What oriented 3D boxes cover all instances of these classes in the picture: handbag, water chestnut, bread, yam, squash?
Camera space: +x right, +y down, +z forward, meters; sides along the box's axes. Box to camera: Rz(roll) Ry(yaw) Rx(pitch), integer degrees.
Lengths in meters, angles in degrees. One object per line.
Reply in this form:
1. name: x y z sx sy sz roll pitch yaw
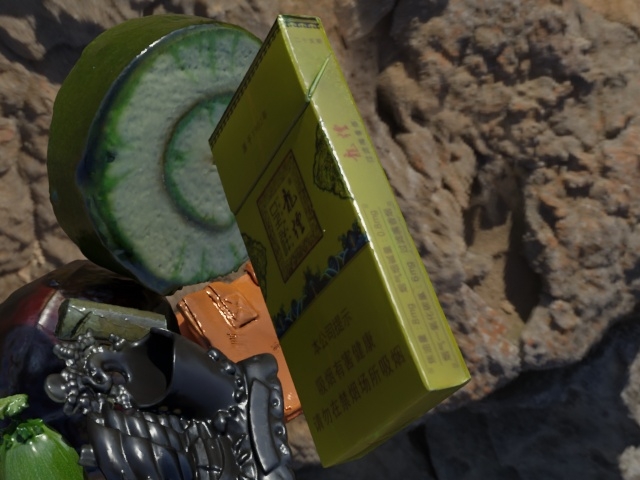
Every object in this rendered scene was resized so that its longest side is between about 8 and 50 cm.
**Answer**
1. handbag: -0.060 0.171 1.700 0.410 0.116 0.304 -23 72 -42
2. water chestnut: -0.385 0.182 1.282 0.346 0.335 0.335 21 92 4
3. bread: -0.189 -0.124 1.210 0.366 0.129 0.382 41 74 -49
4. yam: -0.252 0.104 1.074 0.132 0.054 0.054 11 95 -17
5. squash: -0.279 0.339 0.983 0.101 0.101 0.379 -17 108 -10

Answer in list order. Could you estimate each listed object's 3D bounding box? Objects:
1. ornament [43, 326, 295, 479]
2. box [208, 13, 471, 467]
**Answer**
1. ornament: -0.167 0.204 0.965 0.260 0.251 0.106 17 132 -33
2. box: 0.000 0.001 0.615 0.041 0.153 0.279 -8 65 -30
